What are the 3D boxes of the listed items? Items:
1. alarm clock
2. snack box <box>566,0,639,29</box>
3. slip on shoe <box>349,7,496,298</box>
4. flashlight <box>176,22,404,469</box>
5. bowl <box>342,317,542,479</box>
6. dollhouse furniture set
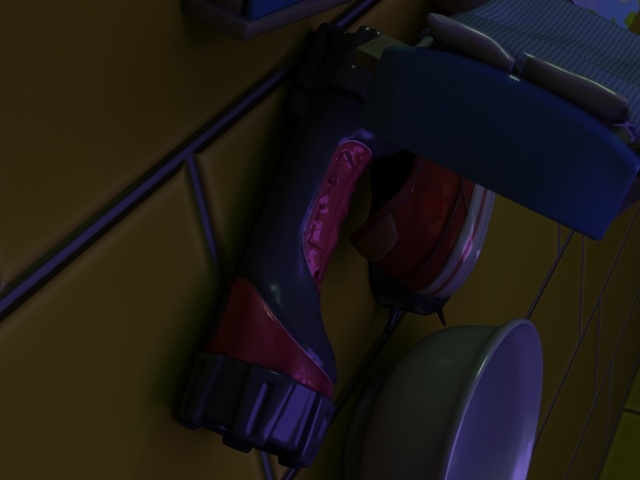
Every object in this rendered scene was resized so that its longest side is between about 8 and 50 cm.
[{"bbox_3d":[0.102,-0.012,0.858,0.129,0.064,0.192,-20,115,-58],"label":"alarm clock"},{"bbox_3d":[0.240,-0.298,0.883,0.207,0.070,0.174,48,56,-20],"label":"snack box"},{"bbox_3d":[0.100,-0.112,0.766,0.123,0.101,0.331,-44,-154,59],"label":"slip on shoe"},{"bbox_3d":[0.000,0.000,0.622,0.103,0.103,0.304,51,57,-55],"label":"flashlight"},{"bbox_3d":[0.113,0.207,0.879,0.298,0.134,0.297,-32,128,-53],"label":"bowl"},{"bbox_3d":[0.123,-0.187,0.517,0.286,0.303,0.198,-38,153,-51],"label":"dollhouse furniture set"}]
